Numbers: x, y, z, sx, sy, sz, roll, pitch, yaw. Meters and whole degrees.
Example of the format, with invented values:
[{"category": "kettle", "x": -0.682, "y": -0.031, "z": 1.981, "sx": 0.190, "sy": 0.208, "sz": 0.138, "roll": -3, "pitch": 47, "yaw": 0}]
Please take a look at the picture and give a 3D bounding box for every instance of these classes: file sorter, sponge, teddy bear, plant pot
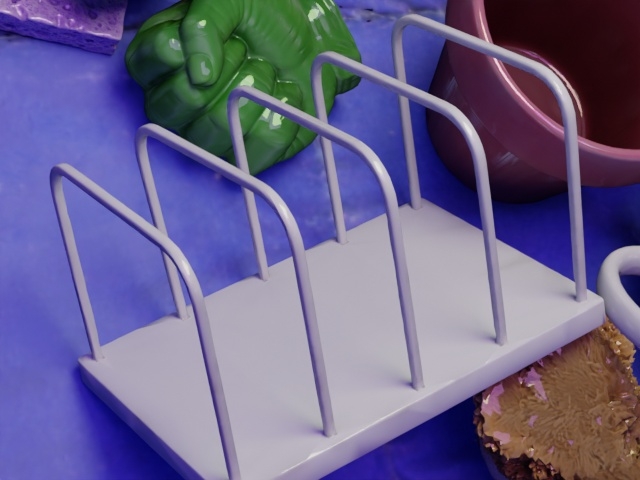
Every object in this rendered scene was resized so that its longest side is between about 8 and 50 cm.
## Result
[{"category": "file sorter", "x": 0.000, "y": 0.000, "z": 0.972, "sx": 0.278, "sy": 0.193, "sz": 0.173, "roll": -26, "pitch": 123, "yaw": -25}, {"category": "sponge", "x": -0.182, "y": -0.238, "z": 1.124, "sx": 0.117, "sy": 0.031, "sz": 0.210, "roll": 13, "pitch": 67, "yaw": -14}, {"category": "teddy bear", "x": 0.203, "y": 0.211, "z": 1.056, "sx": 0.338, "sy": 0.113, "sz": 0.245, "roll": 43, "pitch": 69, "yaw": -8}, {"category": "plant pot", "x": 0.163, "y": -0.116, "z": 1.110, "sx": 0.201, "sy": 0.180, "sz": 0.201, "roll": 6, "pitch": 69, "yaw": -16}]

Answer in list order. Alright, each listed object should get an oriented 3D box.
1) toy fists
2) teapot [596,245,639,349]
[{"category": "toy fists", "x": -0.085, "y": -0.176, "z": 1.067, "sx": 0.142, "sy": 0.096, "sz": 0.279, "roll": -36, "pitch": 106, "yaw": -23}, {"category": "teapot", "x": 0.308, "y": 0.007, "z": 1.099, "sx": 0.187, "sy": 0.256, "sz": 0.252, "roll": 29, "pitch": 81, "yaw": 18}]
